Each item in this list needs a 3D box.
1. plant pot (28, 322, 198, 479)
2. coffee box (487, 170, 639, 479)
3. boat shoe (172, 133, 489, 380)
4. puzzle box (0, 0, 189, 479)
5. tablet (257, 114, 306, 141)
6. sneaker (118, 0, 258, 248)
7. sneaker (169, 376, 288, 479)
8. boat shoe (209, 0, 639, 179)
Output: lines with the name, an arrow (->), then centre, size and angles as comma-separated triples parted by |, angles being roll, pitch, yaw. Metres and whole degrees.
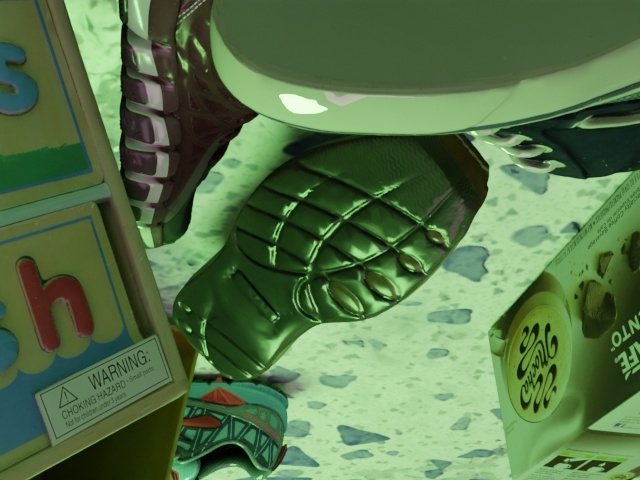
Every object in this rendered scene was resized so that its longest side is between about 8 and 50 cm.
plant pot -> -0.276, 0.167, 0.763 | 0.187, 0.212, 0.212 | -16, 144, 41
coffee box -> 0.272, 0.085, 0.679 | 0.119, 0.168, 0.297 | 9, 143, -14
boat shoe -> 0.000, 0.000, 0.603 | 0.122, 0.120, 0.324 | 52, 136, -4
puzzle box -> -0.261, 0.022, 0.333 | 0.052, 0.272, 0.409 | -11, -170, 44
tablet -> -0.007, -0.099, 0.553 | 0.083, 0.006, 0.054 | -20, 140, 24
sneaker -> -0.039, -0.088, 0.489 | 0.163, 0.106, 0.281 | 3, 143, -11
sneaker -> -0.168, 0.224, 0.892 | 0.262, 0.125, 0.104 | -1, 144, 0
boat shoe -> 0.109, -0.084, 0.430 | 0.341, 0.127, 0.158 | -11, 150, -14
